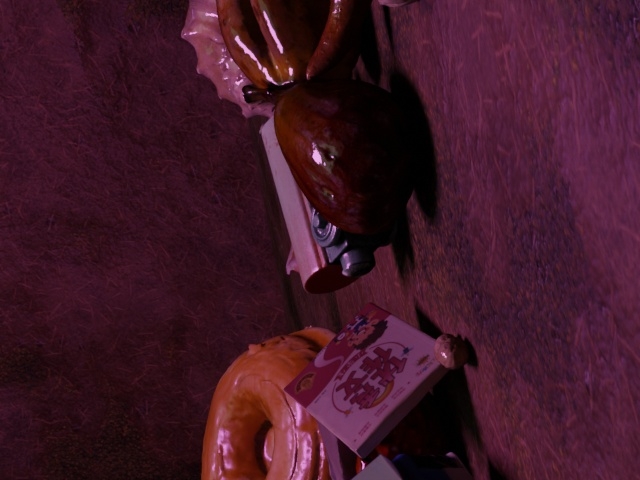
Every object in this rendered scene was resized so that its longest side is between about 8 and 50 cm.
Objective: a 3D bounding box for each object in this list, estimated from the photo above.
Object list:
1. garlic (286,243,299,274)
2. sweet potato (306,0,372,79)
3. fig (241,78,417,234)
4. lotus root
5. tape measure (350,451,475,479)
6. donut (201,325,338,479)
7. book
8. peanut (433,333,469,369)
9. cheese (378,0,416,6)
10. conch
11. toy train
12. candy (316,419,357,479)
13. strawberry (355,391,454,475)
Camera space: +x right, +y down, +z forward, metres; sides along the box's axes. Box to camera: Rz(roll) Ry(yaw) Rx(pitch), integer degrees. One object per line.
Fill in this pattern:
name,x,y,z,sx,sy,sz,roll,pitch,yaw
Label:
garlic,-0.006,-0.005,2.165,0.124,0.099,0.174,111,150,-50
sweet potato,0.026,-0.305,1.418,0.058,0.078,0.255,-122,33,-73
fig,0.004,-0.125,1.467,0.274,0.145,0.170,37,152,35
lotus root,-0.045,-0.302,1.595,0.193,0.193,0.291,106,151,-76
tape measure,0.104,0.391,1.366,0.262,0.138,0.259,49,119,29
donut,-0.048,0.354,2.155,0.449,0.198,0.449,-21,64,52
book,0.055,0.161,1.532,0.022,0.162,0.232,48,172,-23
peanut,0.142,0.123,1.402,0.083,0.037,0.037,-145,43,-80
cheese,0.060,-0.327,1.258,0.065,0.043,0.194,-111,8,-78
conch,-0.101,-0.299,1.809,0.263,0.186,0.324,49,-163,-27
toy train,0.001,-0.068,1.671,0.177,0.116,0.285,-48,52,50
candy,0.076,0.298,1.843,0.185,0.137,0.195,-148,45,-81
strawberry,0.115,0.321,1.607,0.265,0.149,0.336,-75,-15,-78
